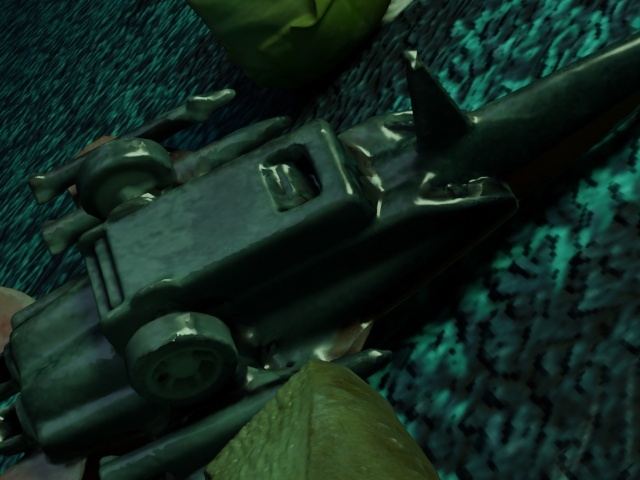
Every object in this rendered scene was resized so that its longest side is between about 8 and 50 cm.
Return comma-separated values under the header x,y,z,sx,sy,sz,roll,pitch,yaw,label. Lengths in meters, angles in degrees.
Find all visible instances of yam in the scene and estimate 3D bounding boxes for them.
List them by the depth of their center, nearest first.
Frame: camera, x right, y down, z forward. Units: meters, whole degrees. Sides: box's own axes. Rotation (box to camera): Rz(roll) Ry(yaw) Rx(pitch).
x,y,z,sx,sy,sz,roll,pitch,yaw,label
0.012,0.088,0.390,0.068,0.068,0.169,-43,22,2,yam

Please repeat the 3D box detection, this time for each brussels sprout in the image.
x,y,z,sx,sy,sz,roll,pitch,yaw,label
-0.021,-0.170,0.825,0.122,0.151,0.149,-34,17,12,brussels sprout

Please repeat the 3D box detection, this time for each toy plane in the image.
x,y,z,sx,sy,sz,roll,pitch,yaw,label
-0.004,-0.003,0.542,0.326,0.104,0.223,-34,49,14,toy plane
